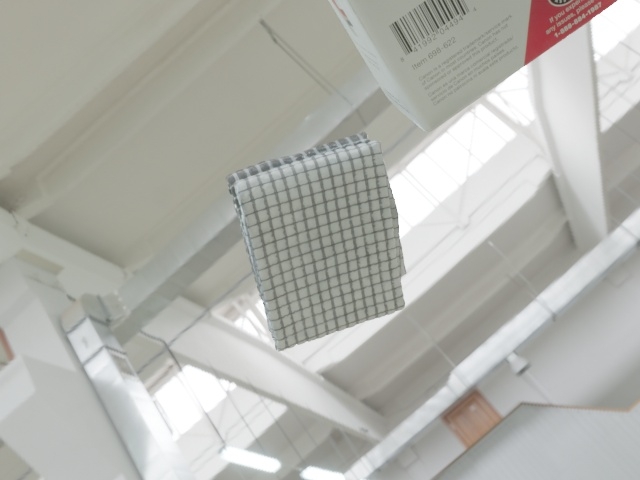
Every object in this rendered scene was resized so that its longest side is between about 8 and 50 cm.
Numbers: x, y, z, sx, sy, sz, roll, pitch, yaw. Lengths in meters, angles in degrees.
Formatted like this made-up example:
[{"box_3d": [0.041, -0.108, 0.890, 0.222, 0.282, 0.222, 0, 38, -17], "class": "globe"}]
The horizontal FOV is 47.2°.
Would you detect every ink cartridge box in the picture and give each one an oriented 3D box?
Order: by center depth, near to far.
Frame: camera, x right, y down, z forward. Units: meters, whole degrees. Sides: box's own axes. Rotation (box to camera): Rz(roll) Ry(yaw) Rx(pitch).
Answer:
[{"box_3d": [0.119, -0.365, 0.810, 0.279, 0.160, 0.384, -34, -61, 5], "class": "ink cartridge box"}]

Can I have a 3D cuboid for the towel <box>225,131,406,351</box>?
[{"box_3d": [0.000, 0.000, 1.122, 0.235, 0.121, 0.283, -18, -67, -14], "class": "towel"}]
